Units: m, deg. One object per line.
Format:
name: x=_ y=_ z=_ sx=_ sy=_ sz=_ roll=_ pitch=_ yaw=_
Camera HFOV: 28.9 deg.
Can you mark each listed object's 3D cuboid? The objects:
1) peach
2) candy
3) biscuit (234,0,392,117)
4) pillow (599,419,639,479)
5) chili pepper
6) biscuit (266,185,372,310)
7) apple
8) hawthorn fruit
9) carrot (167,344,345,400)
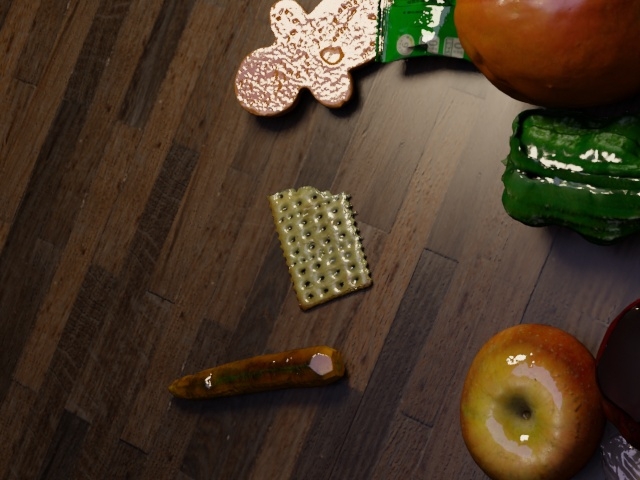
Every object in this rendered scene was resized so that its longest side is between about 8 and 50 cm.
peach: x=0.360 y=-0.354 z=1.735 sx=0.301 sy=0.343 sz=0.343 roll=0 pitch=83 yaw=34
candy: x=0.184 y=-0.343 z=1.926 sx=0.203 sy=0.078 sz=0.141 roll=6 pitch=78 yaw=10
biscuit: x=0.001 y=-0.315 z=2.020 sx=0.324 sy=0.049 sz=0.205 roll=-37 pitch=80 yaw=7
pillow: x=0.514 y=0.293 z=1.733 sx=0.248 sy=0.049 sz=0.135 roll=-3 pitch=83 yaw=24
chili pepper: x=0.441 y=-0.079 z=1.744 sx=0.385 sy=0.213 sz=0.167 roll=7 pitch=128 yaw=22
biscuit: x=0.000 y=0.000 z=2.007 sx=0.144 sy=0.016 sz=0.203 roll=-20 pitch=77 yaw=20
apple: x=0.305 y=0.237 z=1.766 sx=0.210 sy=0.173 sz=0.235 roll=33 pitch=105 yaw=19
hawthorn fruit: x=0.465 y=0.175 z=1.659 sx=0.215 sy=0.249 sz=0.215 roll=2 pitch=97 yaw=13
carrot: x=-0.110 y=0.221 z=2.005 sx=0.314 sy=0.066 sz=0.066 roll=-13 pitch=78 yaw=24
